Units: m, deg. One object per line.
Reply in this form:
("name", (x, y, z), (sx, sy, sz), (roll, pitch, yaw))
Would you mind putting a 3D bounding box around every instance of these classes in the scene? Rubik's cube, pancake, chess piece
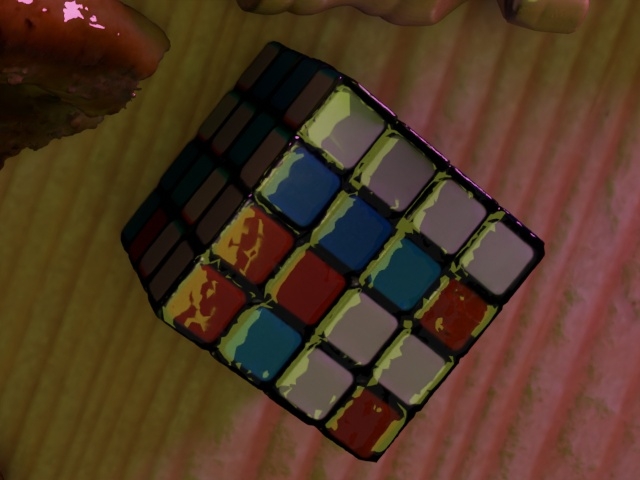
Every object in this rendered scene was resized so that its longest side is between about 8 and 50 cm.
("Rubik's cube", (0.000, 0.000, 0.759), (0.154, 0.151, 0.155), (38, 93, -23))
("pancake", (-0.217, -0.040, 0.689), (0.266, 0.057, 0.244), (9, 121, -50))
("chess piece", (0.057, -0.162, 0.763), (0.200, 0.090, 0.090), (2, 105, -19))

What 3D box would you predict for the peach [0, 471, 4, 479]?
("peach", (-0.255, 0.179, 0.764), (0.179, 0.103, 0.179), (-6, 108, -17))
